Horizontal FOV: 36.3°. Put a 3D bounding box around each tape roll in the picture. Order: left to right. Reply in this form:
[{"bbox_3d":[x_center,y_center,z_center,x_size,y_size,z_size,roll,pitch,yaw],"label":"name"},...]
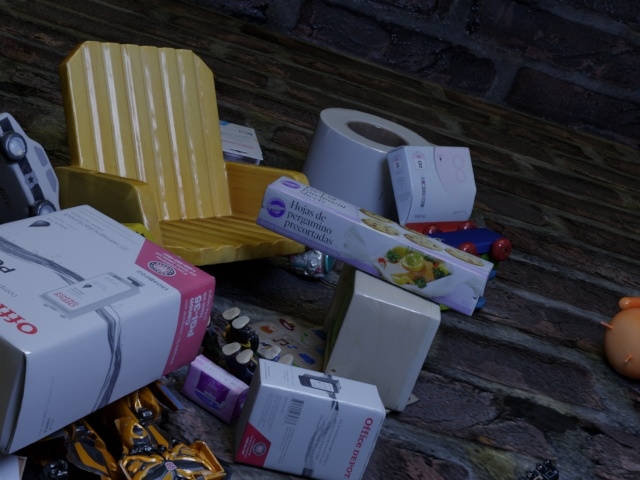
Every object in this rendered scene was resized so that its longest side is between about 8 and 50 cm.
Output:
[{"bbox_3d":[0.089,-0.143,1.967,0.246,0.169,0.246,17,23,-7],"label":"tape roll"}]

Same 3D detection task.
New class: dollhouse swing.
[{"bbox_3d":[-0.200,-0.144,1.508,0.315,0.304,0.347,12,12,42],"label":"dollhouse swing"}]

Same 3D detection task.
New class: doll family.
[{"bbox_3d":[-0.090,0.156,1.235,0.076,0.111,0.193,-28,48,-23],"label":"doll family"}]

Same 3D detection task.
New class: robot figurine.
[{"bbox_3d":[-0.212,0.210,1.012,0.211,0.085,0.291,-6,33,-45],"label":"robot figurine"},{"bbox_3d":[0.582,0.177,1.689,0.220,0.158,0.128,5,-2,-31],"label":"robot figurine"}]

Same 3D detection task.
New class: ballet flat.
[{"bbox_3d":[0.000,0.000,1.687,0.077,0.091,0.241,1,15,14],"label":"ballet flat"}]

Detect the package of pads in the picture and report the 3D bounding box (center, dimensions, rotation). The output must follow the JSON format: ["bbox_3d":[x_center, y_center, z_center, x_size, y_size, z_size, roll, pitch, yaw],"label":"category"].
[{"bbox_3d":[-0.129,0.182,1.192,0.083,0.050,0.032,29,24,23],"label":"package of pads"}]

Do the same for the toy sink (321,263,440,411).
[{"bbox_3d":[0.081,0.105,1.388,0.131,0.152,0.234,18,23,-3],"label":"toy sink"}]

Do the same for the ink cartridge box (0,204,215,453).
[{"bbox_3d":[-0.278,0.076,1.004,0.207,0.117,0.283,28,24,22],"label":"ink cartridge box"}]

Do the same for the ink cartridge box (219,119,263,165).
[{"bbox_3d":[-0.181,-0.181,1.974,0.104,0.061,0.181,12,23,-16],"label":"ink cartridge box"}]

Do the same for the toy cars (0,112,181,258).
[{"bbox_3d":[-0.298,-0.017,1.224,0.394,0.176,0.087,39,42,1],"label":"toy cars"}]

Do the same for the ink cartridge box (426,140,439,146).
[{"bbox_3d":[0.178,-0.179,2.228,0.159,0.092,0.218,24,21,10],"label":"ink cartridge box"}]

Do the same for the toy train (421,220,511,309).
[{"bbox_3d":[0.205,0.055,1.659,0.248,0.143,0.105,-6,25,-38],"label":"toy train"}]

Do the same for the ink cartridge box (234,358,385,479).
[{"bbox_3d":[-0.014,0.213,1.136,0.151,0.109,0.063,15,19,-11],"label":"ink cartridge box"}]

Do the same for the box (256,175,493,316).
[{"bbox_3d":[0.073,0.005,1.329,0.324,0.063,0.067,24,21,11],"label":"box"}]

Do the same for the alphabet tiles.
[{"bbox_3d":[-0.008,0.178,1.359,0.237,0.009,0.198,34,27,33],"label":"alphabet tiles"}]

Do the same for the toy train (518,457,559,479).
[{"bbox_3d":[0.264,0.316,1.240,0.036,0.027,0.158,43,30,24],"label":"toy train"}]

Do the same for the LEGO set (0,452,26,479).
[{"bbox_3d":[-0.401,0.225,0.854,0.132,0.107,0.287,59,25,4],"label":"LEGO set"}]

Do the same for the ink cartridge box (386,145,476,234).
[{"bbox_3d":[0.223,-0.060,1.829,0.189,0.232,0.066,-4,-13,-44],"label":"ink cartridge box"}]
